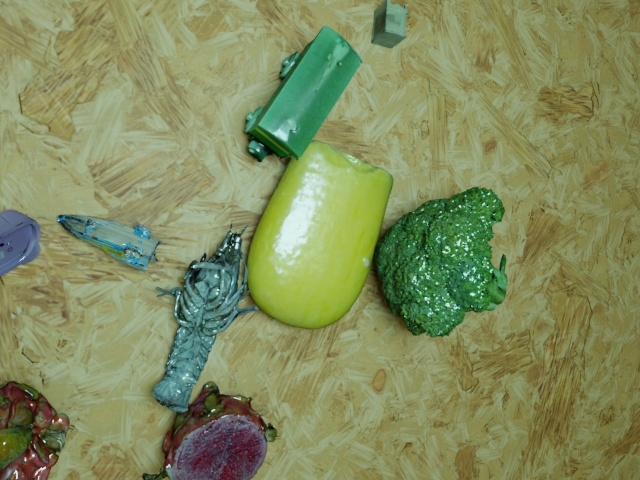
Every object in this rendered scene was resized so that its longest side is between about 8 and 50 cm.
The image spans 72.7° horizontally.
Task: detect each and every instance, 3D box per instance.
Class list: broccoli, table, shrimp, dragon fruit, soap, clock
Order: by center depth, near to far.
[{"bbox_3d":[-0.602,0.387,0.770,0.263,0.297,0.313,-12,96,-55],"label":"dragon fruit"},{"bbox_3d":[-0.602,0.016,0.803,0.050,0.110,0.152,33,46,11],"label":"clock"},{"bbox_3d":[-0.254,0.155,0.933,0.222,0.166,0.410,21,100,-3],"label":"shrimp"},{"bbox_3d":[-0.245,0.435,0.967,0.283,0.147,0.210,-11,107,-17],"label":"dragon fruit"},{"bbox_3d":[0.284,0.061,1.025,0.321,0.310,0.413,-5,127,-50],"label":"broccoli"},{"bbox_3d":[-0.001,-0.001,1.035,0.306,0.115,0.426,24,85,-27],"label":"soap"},{"bbox_3d":[0.174,-0.540,1.085,0.063,0.079,0.083,4,91,-21],"label":"table"}]

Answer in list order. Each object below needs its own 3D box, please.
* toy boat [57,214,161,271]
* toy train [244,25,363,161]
[{"bbox_3d":[-0.434,-0.010,0.896,0.211,0.066,0.084,23,52,-12],"label":"toy boat"},{"bbox_3d":[-0.053,-0.306,0.949,0.120,0.202,0.300,36,80,-24],"label":"toy train"}]
